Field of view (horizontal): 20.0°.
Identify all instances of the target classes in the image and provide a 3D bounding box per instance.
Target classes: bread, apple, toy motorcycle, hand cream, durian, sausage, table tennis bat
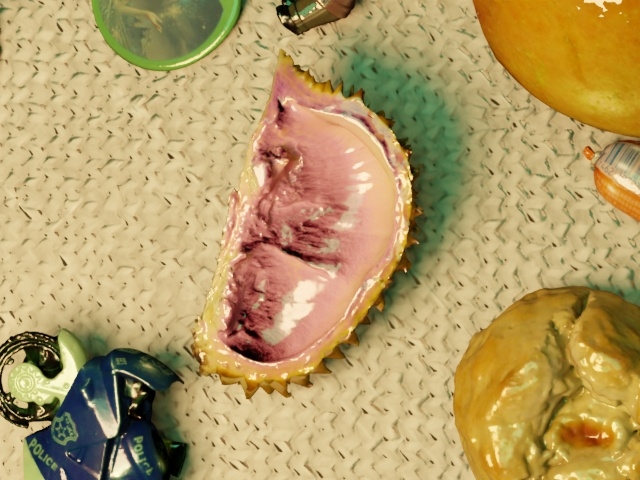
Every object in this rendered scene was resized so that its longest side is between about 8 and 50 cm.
[{"bbox_3d":[0.232,0.159,1.672,0.244,0.134,0.244,0,88,12],"label":"bread"},{"bbox_3d":[0.302,-0.278,1.563,0.374,0.374,0.384,-5,101,15],"label":"apple"},{"bbox_3d":[-0.206,0.235,1.776,0.196,0.125,0.331,-19,87,15],"label":"toy motorcycle"},{"bbox_3d":[-0.195,0.205,1.841,0.122,0.023,0.036,17,95,12],"label":"hand cream"},{"bbox_3d":[0.000,0.001,1.760,0.191,0.112,0.341,17,100,6],"label":"durian"},{"bbox_3d":[0.347,-0.029,1.682,0.234,0.071,0.071,31,95,14],"label":"sausage"},{"bbox_3d":[-0.118,-0.272,1.838,0.257,0.039,0.160,-24,84,15],"label":"table tennis bat"}]

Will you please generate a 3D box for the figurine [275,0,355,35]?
[{"bbox_3d":[0.041,-0.278,1.766,0.196,0.114,0.108,-29,104,23],"label":"figurine"}]
